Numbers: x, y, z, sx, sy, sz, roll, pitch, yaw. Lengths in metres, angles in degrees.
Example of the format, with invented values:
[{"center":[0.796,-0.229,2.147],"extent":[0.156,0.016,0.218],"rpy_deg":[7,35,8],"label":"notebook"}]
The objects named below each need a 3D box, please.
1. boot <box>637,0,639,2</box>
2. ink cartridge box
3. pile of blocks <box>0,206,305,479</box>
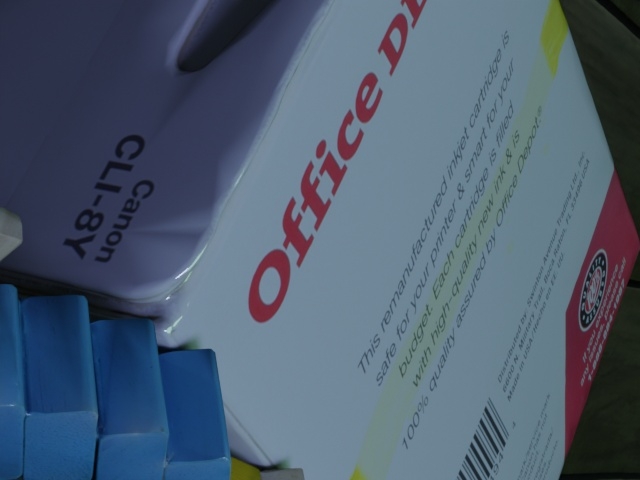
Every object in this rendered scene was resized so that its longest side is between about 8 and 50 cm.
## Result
[{"center":[0.204,-0.249,1.083],"extent":[0.229,0.091,0.263],"rpy_deg":[-62,149,-61],"label":"boot"},{"center":[0.000,0.000,0.759],"extent":[0.279,0.160,0.384],"rpy_deg":[-65,149,-24],"label":"ink cartridge box"},{"center":[-0.115,0.077,0.475],"extent":[0.362,0.149,0.112],"rpy_deg":[23,41,-38],"label":"pile of blocks"}]
